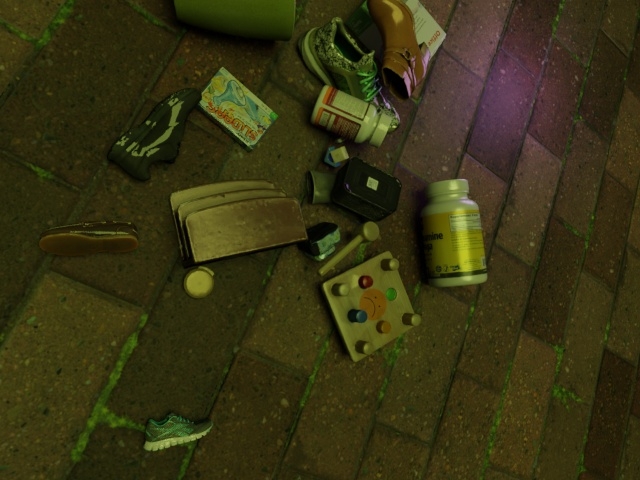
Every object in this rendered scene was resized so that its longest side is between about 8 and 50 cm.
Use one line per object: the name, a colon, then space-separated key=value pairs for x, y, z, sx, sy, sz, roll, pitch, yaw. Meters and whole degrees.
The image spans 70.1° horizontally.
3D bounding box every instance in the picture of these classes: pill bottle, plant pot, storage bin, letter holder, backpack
pill bottle: x=0.428 y=-0.022 z=1.490 sx=0.188 sy=0.188 sz=0.334 roll=-4 pitch=86 yaw=-27
pill bottle: x=0.091 y=-0.364 z=1.358 sx=0.221 sy=0.121 sz=0.121 roll=23 pitch=74 yaw=-3
plant pot: x=-0.240 y=-0.663 z=1.199 sx=0.293 sy=0.275 sz=0.274 roll=-9 pitch=89 yaw=-12
storage bin: x=0.137 y=-0.149 z=1.341 sx=0.180 sy=0.084 sz=0.122 roll=24 pitch=64 yaw=-17
letter holder: x=-0.217 y=-0.066 z=1.191 sx=0.302 sy=0.152 sz=0.214 roll=-12 pitch=88 yaw=-27
backpack: x=0.000 y=0.000 z=1.321 sx=0.114 sy=0.105 sz=0.084 roll=-33 pitch=122 yaw=-26

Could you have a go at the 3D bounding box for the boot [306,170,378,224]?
boot: x=0.068 y=-0.125 z=1.381 sx=0.208 sy=0.076 sz=0.189 roll=-4 pitch=72 yaw=-34

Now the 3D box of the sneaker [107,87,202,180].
sneaker: x=-0.396 y=-0.269 z=1.158 sx=0.286 sy=0.109 sz=0.130 roll=-48 pitch=113 yaw=-13

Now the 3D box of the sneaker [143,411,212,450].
sneaker: x=-0.349 y=0.457 z=1.120 sx=0.166 sy=0.065 sz=0.076 roll=-5 pitch=83 yaw=-29

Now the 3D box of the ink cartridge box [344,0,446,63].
ink cartridge box: x=0.252 y=-0.699 z=1.509 sx=0.278 sy=0.117 sz=0.201 roll=41 pitch=69 yaw=-18

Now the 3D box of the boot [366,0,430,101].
boot: x=0.207 y=-0.564 z=1.339 sx=0.283 sy=0.109 sz=0.220 roll=47 pitch=55 yaw=-29

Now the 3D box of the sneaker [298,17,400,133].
sneaker: x=0.116 y=-0.492 z=1.382 sx=0.410 sy=0.182 sz=0.158 roll=43 pitch=68 yaw=-17

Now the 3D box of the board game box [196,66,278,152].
board game box: x=-0.236 y=-0.363 z=1.274 sx=0.201 sy=0.035 sz=0.136 roll=38 pitch=69 yaw=-18

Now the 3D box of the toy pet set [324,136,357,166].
toy pet set: x=0.063 y=-0.257 z=1.415 sx=0.114 sy=0.065 sz=0.122 roll=-37 pitch=107 yaw=-61

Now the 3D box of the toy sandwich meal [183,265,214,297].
toy sandwich meal: x=-0.318 y=0.108 z=1.190 sx=0.085 sy=0.029 sz=0.085 roll=0 pitch=89 yaw=-26

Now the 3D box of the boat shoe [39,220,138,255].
boat shoe: x=-0.539 y=-0.010 z=1.072 sx=0.207 sy=0.073 sz=0.073 roll=1 pitch=47 yaw=-30

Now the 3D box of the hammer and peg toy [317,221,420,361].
hammer and peg toy: x=0.123 y=0.144 z=1.353 sx=0.266 sy=0.127 sz=0.361 roll=-25 pitch=96 yaw=-25
